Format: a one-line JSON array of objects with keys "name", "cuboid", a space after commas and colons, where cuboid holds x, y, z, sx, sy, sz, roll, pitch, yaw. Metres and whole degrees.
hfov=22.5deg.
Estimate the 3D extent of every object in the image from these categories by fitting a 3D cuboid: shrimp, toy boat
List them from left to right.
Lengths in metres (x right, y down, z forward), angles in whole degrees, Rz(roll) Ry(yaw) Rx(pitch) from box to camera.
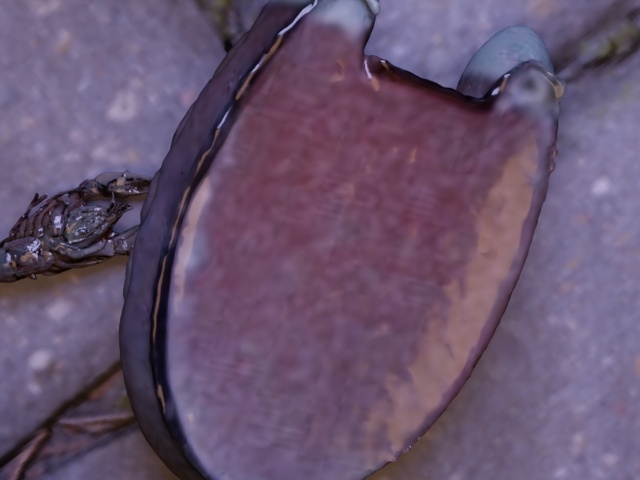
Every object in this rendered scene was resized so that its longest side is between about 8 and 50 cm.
[{"name": "shrimp", "cuboid": [-0.099, -0.007, 0.678, 0.092, 0.029, 0.038, -12, 98, -4]}, {"name": "toy boat", "cuboid": [0.000, 0.000, 0.660, 0.155, 0.085, 0.227, 21, 96, -21]}]
